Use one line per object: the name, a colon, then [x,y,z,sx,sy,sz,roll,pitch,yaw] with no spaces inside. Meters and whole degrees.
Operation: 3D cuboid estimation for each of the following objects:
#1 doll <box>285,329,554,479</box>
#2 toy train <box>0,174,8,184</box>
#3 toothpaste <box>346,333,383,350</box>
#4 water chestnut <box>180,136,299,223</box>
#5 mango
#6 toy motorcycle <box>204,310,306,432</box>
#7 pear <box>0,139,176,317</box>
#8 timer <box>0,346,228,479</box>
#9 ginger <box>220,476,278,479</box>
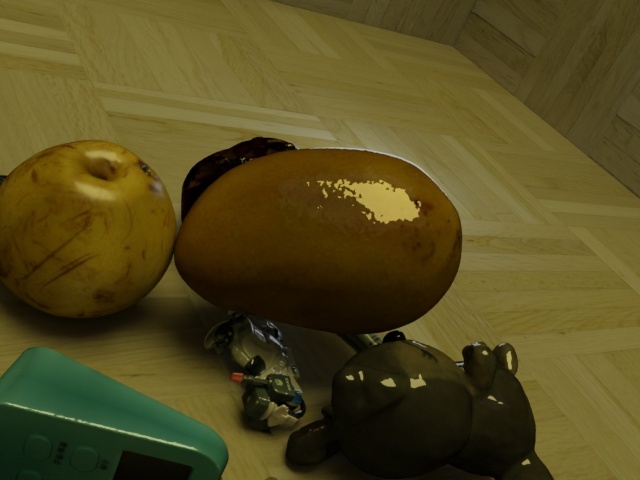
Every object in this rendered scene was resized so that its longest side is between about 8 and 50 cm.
doll: [0.171,0.295,0.994,0.383,0.252,0.378,1,37,-25]
toy train: [-0.520,-0.084,1.251,0.234,0.051,0.052,-2,40,-44]
toothpaste: [0.072,0.171,1.308,0.239,0.039,0.062,41,27,21]
water chestnut: [-0.121,-0.071,1.308,0.300,0.300,0.300,19,31,-12]
mango: [0.000,0.000,1.102,0.446,0.232,0.299,-3,72,-7]
toy motorcycle: [-0.101,0.189,1.095,0.150,0.102,0.221,20,28,-33]
pear: [-0.354,-0.018,1.067,0.281,0.280,0.280,19,31,-12]
timer: [-0.243,0.255,0.756,0.250,0.231,0.091,23,32,-1]
ginger: [-0.134,0.328,0.907,0.174,0.051,0.069,18,36,-22]
